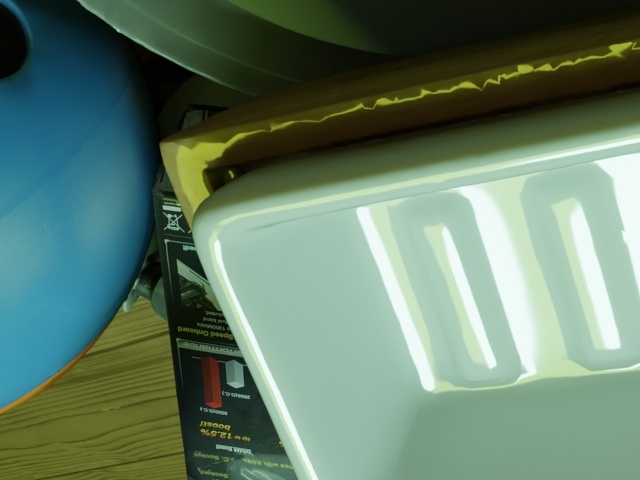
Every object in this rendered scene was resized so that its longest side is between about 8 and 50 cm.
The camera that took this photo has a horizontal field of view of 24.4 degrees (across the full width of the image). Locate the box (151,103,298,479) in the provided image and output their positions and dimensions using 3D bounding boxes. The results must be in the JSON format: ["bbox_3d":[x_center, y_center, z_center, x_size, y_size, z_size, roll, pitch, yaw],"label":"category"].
[{"bbox_3d":[0.076,0.059,0.783,0.307,0.076,0.242,6,132,9],"label":"box"}]

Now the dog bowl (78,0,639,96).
[{"bbox_3d":[0.039,-0.173,0.613,0.349,0.102,0.349,8,155,4],"label":"dog bowl"}]

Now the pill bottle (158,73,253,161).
[{"bbox_3d":[0.000,0.000,0.939,0.152,0.152,0.272,-2,154,24],"label":"pill bottle"}]

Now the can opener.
[{"bbox_3d":[-0.099,-0.016,1.018,0.095,0.076,0.283,29,156,5],"label":"can opener"}]

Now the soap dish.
[{"bbox_3d":[0.109,0.016,0.610,0.291,0.118,0.229,-10,121,20],"label":"soap dish"}]

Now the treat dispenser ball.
[{"bbox_3d":[-0.227,-0.039,0.775,0.288,0.288,0.288,8,155,4],"label":"treat dispenser ball"}]
